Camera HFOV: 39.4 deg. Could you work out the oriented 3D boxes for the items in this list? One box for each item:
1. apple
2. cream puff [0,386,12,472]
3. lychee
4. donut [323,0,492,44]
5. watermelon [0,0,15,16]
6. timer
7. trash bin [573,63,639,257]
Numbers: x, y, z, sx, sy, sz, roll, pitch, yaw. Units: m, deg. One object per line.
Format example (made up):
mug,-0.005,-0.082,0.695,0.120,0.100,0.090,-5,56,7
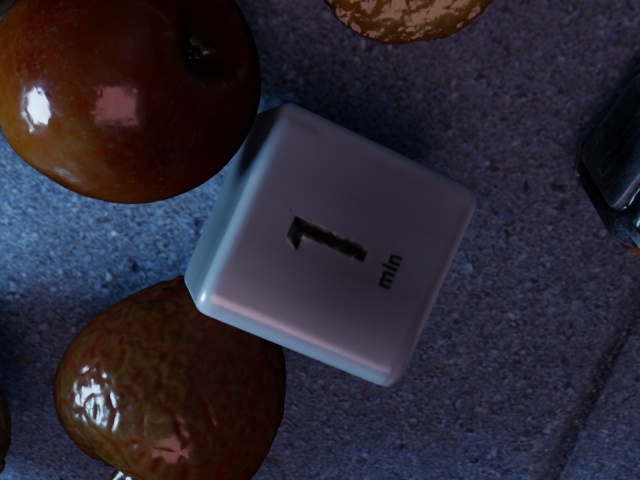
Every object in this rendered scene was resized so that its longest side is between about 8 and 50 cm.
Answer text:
apple,-0.165,-0.139,0.776,0.201,0.218,0.218,-4,127,35
cream puff,-0.507,0.197,0.995,0.326,0.231,0.343,-1,130,9
lychee,-0.165,0.173,0.959,0.255,0.300,0.255,29,158,13
donut,0.076,-0.269,0.763,0.174,0.075,0.190,-11,123,9
watermelon,-0.230,-0.270,0.747,0.303,0.128,0.159,-26,75,32
timer,0.000,0.000,0.840,0.195,0.192,0.194,23,90,-13
trash bin,0.386,-0.048,0.845,0.238,0.184,0.161,20,122,-17
